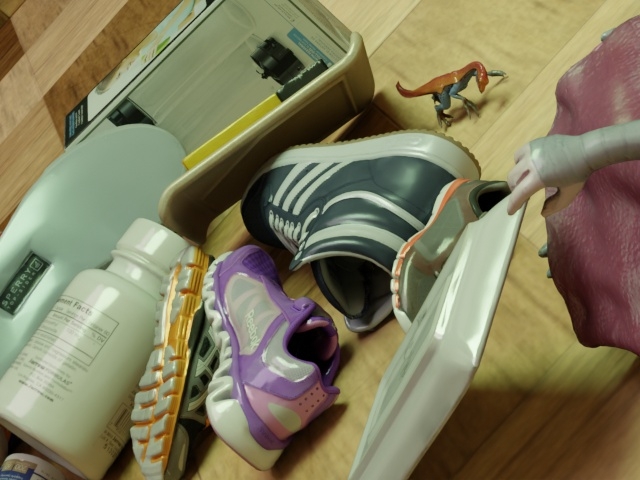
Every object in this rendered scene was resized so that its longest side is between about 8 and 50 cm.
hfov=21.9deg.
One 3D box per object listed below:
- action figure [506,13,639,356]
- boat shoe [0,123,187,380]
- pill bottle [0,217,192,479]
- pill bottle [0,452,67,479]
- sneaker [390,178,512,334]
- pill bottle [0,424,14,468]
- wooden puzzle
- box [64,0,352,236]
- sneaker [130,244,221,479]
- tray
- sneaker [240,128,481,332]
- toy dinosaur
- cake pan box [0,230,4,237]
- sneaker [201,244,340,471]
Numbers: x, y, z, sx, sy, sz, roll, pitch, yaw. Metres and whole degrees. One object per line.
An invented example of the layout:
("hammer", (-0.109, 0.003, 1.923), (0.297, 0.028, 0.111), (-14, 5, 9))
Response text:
("action figure", (0.249, 0.013, 0.896), (0.275, 0.248, 0.370), (-23, 21, -7))
("boat shoe", (-0.265, 0.046, 1.691), (0.367, 0.135, 0.156), (-55, -7, -22))
("pill bottle", (-0.198, 0.099, 1.555), (0.229, 0.131, 0.131), (-56, 24, -15))
("pill bottle", (-0.289, 0.265, 1.546), (0.067, 0.067, 0.120), (-23, 34, 46))
("sneaker", (0.105, 0.009, 1.252), (0.065, 0.061, 0.158), (-13, 42, 45))
("pill bottle", (-0.394, 0.180, 1.755), (0.152, 0.152, 0.272), (-36, 27, 29))
("wooden puzzle", (-0.048, -0.095, 1.534), (0.238, 0.044, 0.221), (-41, -7, 0))
("box", (-0.116, -0.158, 1.760), (0.290, 0.169, 0.087), (-41, 27, 15))
("sneaker", (-0.106, 0.114, 1.446), (0.084, 0.083, 0.215), (-16, 58, 59))
("tray", (0.067, 0.084, 1.077), (0.270, 0.030, 0.145), (113, 179, -55))
("sneaker", (0.000, 0.000, 1.398), (0.282, 0.099, 0.153), (-12, 41, 51))
("toy dinosaur", (0.115, -0.132, 1.440), (0.082, 0.090, 0.047), (108, 170, -62))
("cake pan box", (-0.468, 0.108, 2.105), (0.267, 0.070, 0.245), (-55, 22, -12))
("sneaker", (-0.032, 0.079, 1.357), (0.104, 0.095, 0.236), (-35, 32, 18))
